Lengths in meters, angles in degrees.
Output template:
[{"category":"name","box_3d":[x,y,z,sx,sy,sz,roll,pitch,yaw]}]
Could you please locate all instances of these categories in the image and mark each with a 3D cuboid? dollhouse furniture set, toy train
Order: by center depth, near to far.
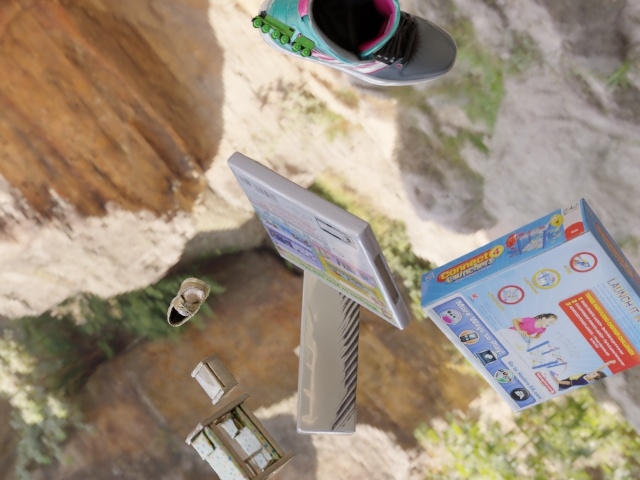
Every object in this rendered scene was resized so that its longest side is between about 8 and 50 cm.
[{"category":"toy train","box_3d":[-0.043,-0.245,1.198,0.083,0.023,0.017,30,174,-13]},{"category":"dollhouse furniture set","box_3d":[-0.157,0.286,1.418,0.182,0.101,0.161,50,137,12]}]

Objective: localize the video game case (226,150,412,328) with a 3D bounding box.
[{"category":"video game case","box_3d":[0.000,0.000,1.162,0.212,0.023,0.193,30,160,36]}]

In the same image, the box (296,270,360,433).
[{"category":"box","box_3d":[0.013,0.172,1.624,0.113,0.094,0.275,97,175,-78]}]

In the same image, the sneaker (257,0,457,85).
[{"category":"sneaker","box_3d":[0.081,-0.280,1.345,0.296,0.123,0.178,7,-177,-22]}]

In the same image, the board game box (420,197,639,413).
[{"category":"board game box","box_3d":[0.374,0.118,1.670,0.308,0.302,0.086,48,-151,-29]}]

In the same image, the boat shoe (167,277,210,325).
[{"category":"boat shoe","box_3d":[-0.221,0.106,1.689,0.050,0.045,0.135,24,146,-10]}]
